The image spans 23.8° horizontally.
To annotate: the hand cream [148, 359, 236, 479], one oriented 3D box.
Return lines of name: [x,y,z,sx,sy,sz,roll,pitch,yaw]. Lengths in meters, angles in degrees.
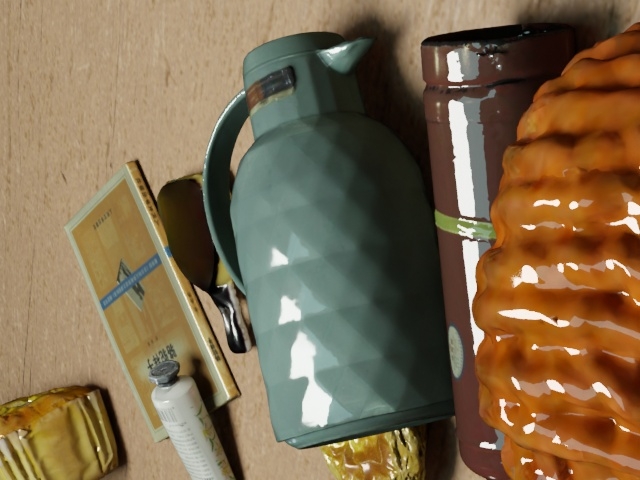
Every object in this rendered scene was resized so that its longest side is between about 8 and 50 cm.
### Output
hand cream: [-0.109,0.197,1.405,0.067,0.042,0.194,7,127,45]

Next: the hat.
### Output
hat: [0.267,0.041,0.651,0.400,0.285,0.285,5,109,49]

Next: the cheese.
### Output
cheese: [-0.091,0.021,1.315,0.086,0.036,0.162,-9,98,52]

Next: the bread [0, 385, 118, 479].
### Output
bread: [-0.333,0.236,1.645,0.288,0.152,0.119,-24,91,56]

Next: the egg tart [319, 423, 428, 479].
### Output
egg tart: [0.044,0.144,1.176,0.130,0.052,0.130,29,128,46]

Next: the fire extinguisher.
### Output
fire extinguisher: [0.137,0.038,0.953,0.141,0.105,0.341,9,109,53]

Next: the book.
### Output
book: [-0.168,0.063,1.454,0.170,0.018,0.241,-36,76,53]

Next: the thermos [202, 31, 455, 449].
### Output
thermos: [0.000,0.000,1.081,0.182,0.145,0.286,-22,76,40]
